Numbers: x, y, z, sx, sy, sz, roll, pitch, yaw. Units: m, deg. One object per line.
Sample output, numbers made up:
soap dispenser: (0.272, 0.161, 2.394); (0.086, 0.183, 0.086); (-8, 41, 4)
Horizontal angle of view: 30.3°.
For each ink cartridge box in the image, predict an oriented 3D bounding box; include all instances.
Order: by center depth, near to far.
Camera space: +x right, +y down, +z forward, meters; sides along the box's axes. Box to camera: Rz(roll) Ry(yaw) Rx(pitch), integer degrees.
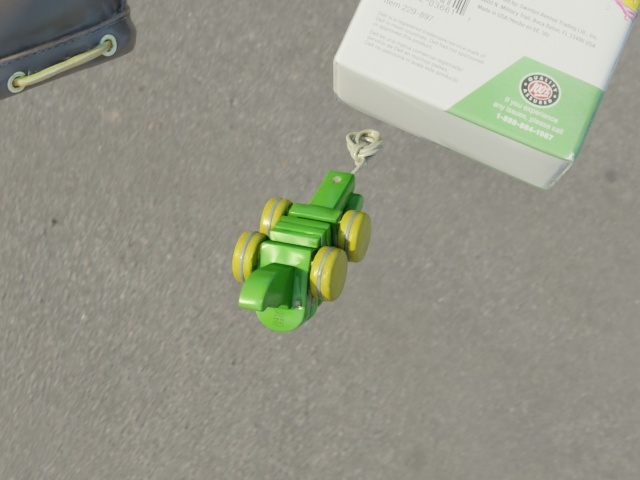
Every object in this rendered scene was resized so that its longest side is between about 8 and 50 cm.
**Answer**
ink cartridge box: (0.119, -0.161, 0.734); (0.154, 0.093, 0.212); (23, 82, 5)

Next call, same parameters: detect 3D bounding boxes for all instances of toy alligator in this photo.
toy alligator: (0.000, 0.000, 0.663); (0.056, 0.051, 0.189); (11, 34, 18)

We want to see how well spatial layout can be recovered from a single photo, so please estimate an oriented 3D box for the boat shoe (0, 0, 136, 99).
boat shoe: (-0.250, -0.075, 0.614); (0.324, 0.116, 0.096); (-31, 116, -16)
